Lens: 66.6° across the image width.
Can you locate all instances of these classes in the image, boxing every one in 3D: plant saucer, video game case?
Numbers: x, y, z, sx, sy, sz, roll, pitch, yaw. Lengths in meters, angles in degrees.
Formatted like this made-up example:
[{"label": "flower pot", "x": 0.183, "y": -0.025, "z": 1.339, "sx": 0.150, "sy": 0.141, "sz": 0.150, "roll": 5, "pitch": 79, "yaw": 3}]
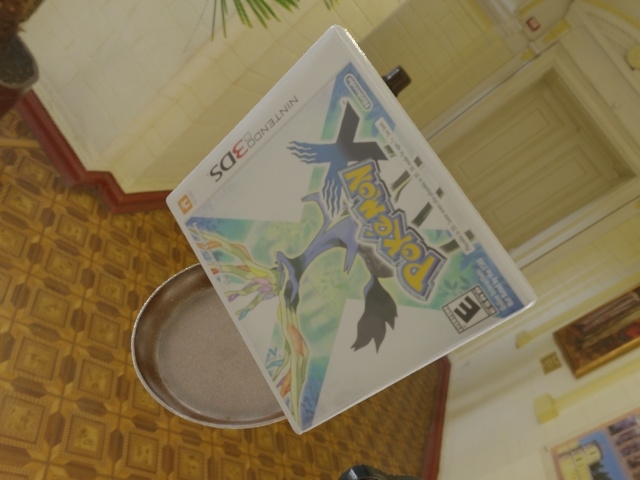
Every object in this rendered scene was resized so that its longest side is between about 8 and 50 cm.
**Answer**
[{"label": "plant saucer", "x": -0.116, "y": 0.144, "z": 0.729, "sx": 0.310, "sy": 0.050, "sz": 0.311, "roll": 5, "pitch": 41, "yaw": -4}, {"label": "video game case", "x": 0.000, "y": 0.000, "z": 0.523, "sx": 0.329, "sy": 0.300, "sz": 0.036, "roll": 58, "pitch": 26, "yaw": 12}]

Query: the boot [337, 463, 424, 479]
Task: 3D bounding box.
[{"label": "boot", "x": 0.066, "y": 0.224, "z": 0.356, "sx": 0.121, "sy": 0.045, "sz": 0.099, "roll": 38, "pitch": 11, "yaw": -38}]
